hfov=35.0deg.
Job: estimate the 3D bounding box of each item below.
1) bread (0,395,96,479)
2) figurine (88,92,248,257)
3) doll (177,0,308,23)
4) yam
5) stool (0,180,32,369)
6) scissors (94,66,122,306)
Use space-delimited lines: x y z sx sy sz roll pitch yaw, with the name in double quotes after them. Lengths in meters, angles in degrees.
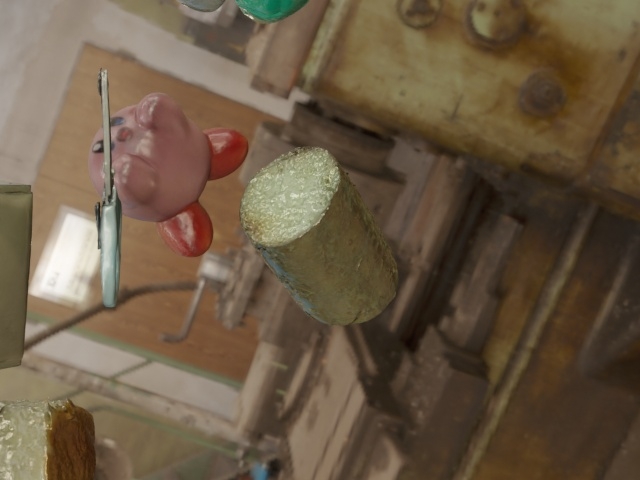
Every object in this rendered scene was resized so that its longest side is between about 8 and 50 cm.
-0.468 0.375 1.591 0.279 0.225 0.250 67 -159 -76 "bread"
-0.315 -0.136 1.903 0.211 0.261 0.270 5 69 40 "figurine"
-0.051 -0.334 1.128 0.195 0.153 0.258 -31 5 -35 "doll"
0.000 0.000 1.367 0.268 0.161 0.161 56 -137 -55 "yam"
-0.531 0.034 1.325 0.170 0.269 0.244 -4 -79 -57 "stool"
-0.292 -0.075 1.382 0.191 0.029 0.360 -98 10 -51 "scissors"
